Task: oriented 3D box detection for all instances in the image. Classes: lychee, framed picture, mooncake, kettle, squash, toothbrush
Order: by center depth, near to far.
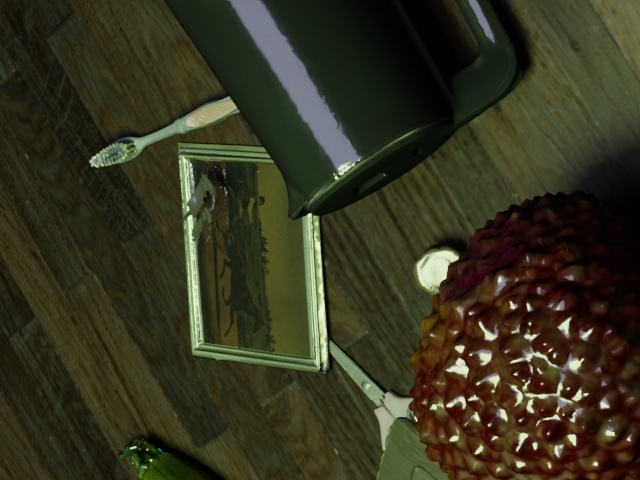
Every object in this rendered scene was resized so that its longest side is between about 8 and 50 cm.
[{"bbox_3d":[0.227,0.106,1.746,0.330,0.306,0.306,-40,78,30],"label":"lychee"},{"bbox_3d":[0.013,-0.209,1.908,0.308,0.262,0.203,58,159,8],"label":"kettle"},{"bbox_3d":[-0.007,0.000,2.028,0.347,0.057,0.150,33,105,24],"label":"mooncake"},{"bbox_3d":[-0.115,-0.141,2.104,0.375,0.037,0.028,-19,94,36],"label":"toothbrush"},{"bbox_3d":[-0.079,0.019,2.127,0.197,0.014,0.252,5,104,36],"label":"framed picture"},{"bbox_3d":[-0.117,0.329,2.211,0.331,0.087,0.087,36,122,26],"label":"squash"}]

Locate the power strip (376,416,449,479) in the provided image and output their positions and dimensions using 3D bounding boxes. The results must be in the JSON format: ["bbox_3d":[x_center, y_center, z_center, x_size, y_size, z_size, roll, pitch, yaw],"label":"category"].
[{"bbox_3d":[0.164,0.322,1.991,0.257,0.092,0.251,35,130,22],"label":"power strip"}]

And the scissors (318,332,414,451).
[{"bbox_3d":[0.060,0.167,2.074,0.189,0.015,0.100,47,124,20],"label":"scissors"}]
